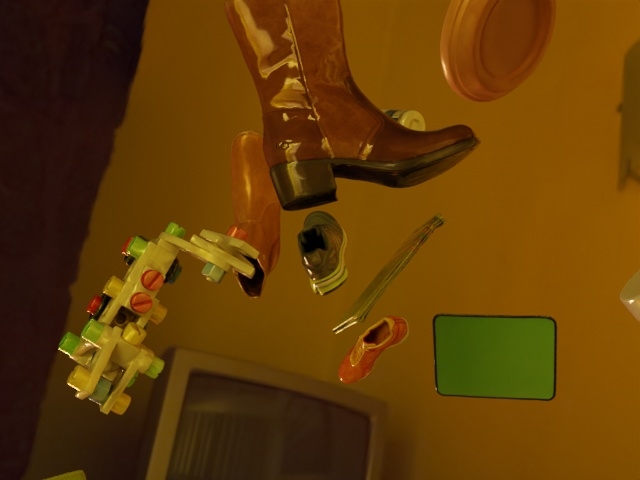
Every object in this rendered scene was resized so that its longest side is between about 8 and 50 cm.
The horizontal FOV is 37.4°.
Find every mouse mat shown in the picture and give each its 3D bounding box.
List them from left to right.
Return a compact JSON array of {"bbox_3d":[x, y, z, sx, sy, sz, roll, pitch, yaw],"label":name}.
[{"bbox_3d":[0.271,0.182,1.472,0.189,0.153,0.007,0,25,12],"label":"mouse mat"}]

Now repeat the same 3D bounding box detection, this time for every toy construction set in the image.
[{"bbox_3d":[-0.244,0.087,1.349,0.151,0.328,0.215,48,-17,-15],"label":"toy construction set"}]

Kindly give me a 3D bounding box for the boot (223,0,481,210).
[{"bbox_3d":[0.039,-0.197,1.159,0.264,0.281,0.096,-14,-12,0],"label":"boot"}]

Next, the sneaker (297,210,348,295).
[{"bbox_3d":[0.000,0.000,2.269,0.111,0.300,0.121,-23,-60,7],"label":"sneaker"}]

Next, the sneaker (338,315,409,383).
[{"bbox_3d":[0.082,0.191,1.688,0.067,0.064,0.175,12,-52,-43],"label":"sneaker"}]

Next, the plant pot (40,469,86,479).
[{"bbox_3d":[-0.519,0.571,1.697,0.227,0.207,0.228,-10,-30,-30],"label":"plant pot"}]

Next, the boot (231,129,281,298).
[{"bbox_3d":[-0.131,-0.050,1.885,0.104,0.211,0.295,-4,-59,8],"label":"boot"}]

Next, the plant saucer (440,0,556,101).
[{"bbox_3d":[0.236,-0.270,1.208,0.037,0.200,0.200,35,3,42],"label":"plant saucer"}]

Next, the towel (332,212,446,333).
[{"bbox_3d":[0.109,0.053,1.487,0.021,0.237,0.102,43,-27,-2],"label":"towel"}]

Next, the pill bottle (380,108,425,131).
[{"bbox_3d":[0.123,-0.201,1.693,0.120,0.067,0.067,9,-13,45],"label":"pill bottle"}]

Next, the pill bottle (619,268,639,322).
[{"bbox_3d":[0.759,0.200,1.766,0.392,0.224,0.224,50,-21,0],"label":"pill bottle"}]
